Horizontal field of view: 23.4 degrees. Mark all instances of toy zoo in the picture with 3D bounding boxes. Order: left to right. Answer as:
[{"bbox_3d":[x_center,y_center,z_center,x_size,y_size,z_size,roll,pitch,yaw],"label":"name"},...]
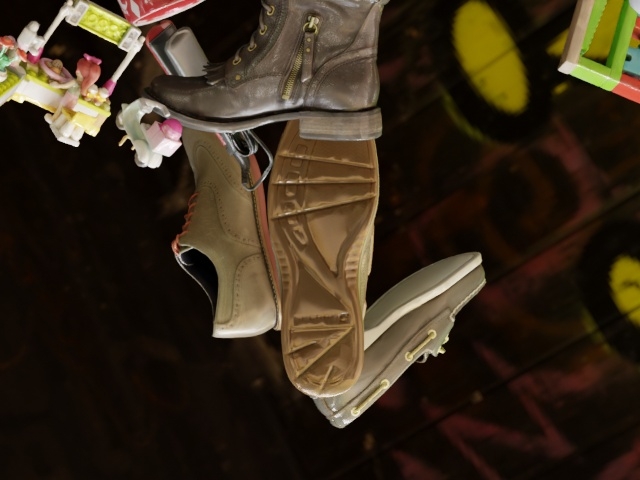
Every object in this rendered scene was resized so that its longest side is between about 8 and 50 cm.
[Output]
[{"bbox_3d":[0.445,-0.236,1.858,0.293,0.030,0.192,22,-111,-6],"label":"toy zoo"}]

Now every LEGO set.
[{"bbox_3d":[-0.234,-0.151,1.355,0.132,0.107,0.287,48,-160,27],"label":"LEGO set"}]

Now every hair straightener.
[{"bbox_3d":[-0.116,-0.144,1.748,0.089,0.047,0.230,24,147,50],"label":"hair straightener"}]

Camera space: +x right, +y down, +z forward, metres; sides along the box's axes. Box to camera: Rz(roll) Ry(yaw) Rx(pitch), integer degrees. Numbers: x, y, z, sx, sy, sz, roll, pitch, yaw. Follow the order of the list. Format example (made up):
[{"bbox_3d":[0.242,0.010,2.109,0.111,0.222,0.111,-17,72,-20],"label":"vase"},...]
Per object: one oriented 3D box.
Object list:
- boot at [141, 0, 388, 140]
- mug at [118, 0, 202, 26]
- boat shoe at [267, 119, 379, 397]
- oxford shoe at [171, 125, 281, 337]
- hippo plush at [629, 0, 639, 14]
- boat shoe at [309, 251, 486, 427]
[{"bbox_3d":[-0.041,-0.218,1.480,0.091,0.263,0.229,-50,-37,-73],"label":"boot"},{"bbox_3d":[-0.188,-0.313,1.575,0.150,0.113,0.169,-49,-62,-82],"label":"mug"},{"bbox_3d":[0.000,0.000,1.745,0.110,0.122,0.341,-85,-1,-82],"label":"boat shoe"},{"bbox_3d":[-0.135,-0.032,2.003,0.130,0.123,0.348,-14,-121,-16],"label":"oxford shoe"},{"bbox_3d":[0.386,-0.344,1.607,0.294,0.234,0.236,52,-152,-2],"label":"hippo plush"},{"bbox_3d":[0.103,0.119,1.953,0.305,0.109,0.091,-36,-77,-28],"label":"boat shoe"}]
